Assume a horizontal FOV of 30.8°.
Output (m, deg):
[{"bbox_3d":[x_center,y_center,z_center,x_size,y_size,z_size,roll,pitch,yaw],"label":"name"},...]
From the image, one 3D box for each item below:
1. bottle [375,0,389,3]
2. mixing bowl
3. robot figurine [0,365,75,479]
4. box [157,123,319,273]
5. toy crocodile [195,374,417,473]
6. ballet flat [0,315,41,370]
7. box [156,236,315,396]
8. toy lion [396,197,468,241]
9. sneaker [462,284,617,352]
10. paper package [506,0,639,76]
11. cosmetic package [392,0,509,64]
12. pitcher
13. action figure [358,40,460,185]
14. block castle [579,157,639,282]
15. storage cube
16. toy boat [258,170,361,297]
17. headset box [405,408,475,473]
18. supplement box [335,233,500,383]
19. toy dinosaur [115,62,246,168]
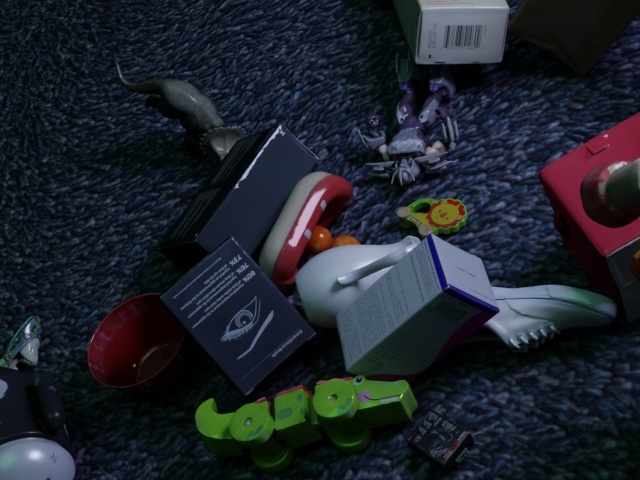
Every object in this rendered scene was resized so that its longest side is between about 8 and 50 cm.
[{"bbox_3d":[0.208,-0.583,2.311,0.283,0.092,0.118,-32,47,0],"label":"bottle"},{"bbox_3d":[-0.284,0.190,1.934,0.181,0.098,0.181,-15,48,17],"label":"mixing bowl"},{"bbox_3d":[-0.493,0.329,1.882,0.174,0.209,0.278,-16,44,-15],"label":"robot figurine"},{"bbox_3d":[-0.144,-0.063,2.016,0.261,0.103,0.184,-56,17,-20],"label":"box"},{"bbox_3d":[-0.024,0.261,1.732,0.341,0.115,0.105,-16,49,15],"label":"toy crocodile"},{"bbox_3d":[-0.543,0.223,2.074,0.070,0.070,0.188,20,67,37],"label":"ballet flat"},{"bbox_3d":[-0.134,0.120,1.831,0.153,0.207,0.108,-40,3,-11],"label":"box"},{"bbox_3d":[0.191,-0.040,1.927,0.096,0.034,0.100,-36,46,-13],"label":"toy lion"},{"bbox_3d":[0.307,0.121,1.707,0.258,0.094,0.091,-2,65,35],"label":"sneaker"},{"bbox_3d":[0.486,-0.493,1.940,0.168,0.309,0.324,30,66,1],"label":"paper package"},{"bbox_3d":[0.225,-0.437,2.100,0.160,0.113,0.309,-2,37,-7],"label":"cosmetic package"},{"bbox_3d":[0.066,0.056,1.803,0.207,0.178,0.125,-19,77,3],"label":"pitcher"},{"bbox_3d":[0.163,-0.212,2.035,0.185,0.099,0.285,1,58,21],"label":"action figure"},{"bbox_3d":[0.563,0.028,1.437,0.303,0.213,0.453,-36,88,-8],"label":"block castle"},{"bbox_3d":[0.460,-0.036,1.678,0.215,0.183,0.193,-29,47,3],"label":"storage cube"},{"bbox_3d":[0.000,0.000,1.938,0.151,0.151,0.231,24,64,5],"label":"toy boat"},{"bbox_3d":[0.175,0.289,1.665,0.083,0.032,0.062,28,71,39],"label":"headset box"},{"bbox_3d":[0.138,0.110,1.716,0.220,0.111,0.114,-43,39,28],"label":"supplement box"},{"bbox_3d":[-0.245,-0.245,2.193,0.121,0.313,0.160,-43,9,-24],"label":"toy dinosaur"}]
